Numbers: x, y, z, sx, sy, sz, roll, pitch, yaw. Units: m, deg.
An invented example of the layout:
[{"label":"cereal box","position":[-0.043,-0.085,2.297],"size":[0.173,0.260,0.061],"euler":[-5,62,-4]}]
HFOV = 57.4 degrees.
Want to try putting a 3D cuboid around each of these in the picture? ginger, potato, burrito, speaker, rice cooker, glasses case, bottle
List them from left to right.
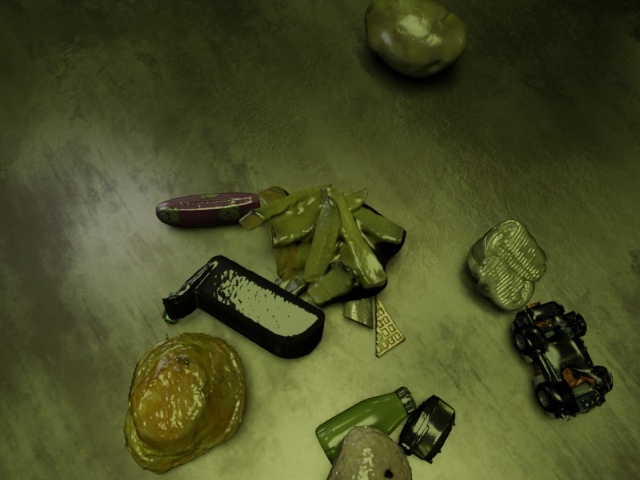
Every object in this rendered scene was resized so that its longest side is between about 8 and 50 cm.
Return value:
[{"label":"glasses case","position":[-0.312,-0.088,1.680],"size":[0.316,0.123,0.075],"euler":[-5,71,0]},{"label":"speaker","position":[-0.195,0.201,1.533],"size":[0.388,0.180,0.184],"euler":[27,62,12]},{"label":"ginger","position":[0.000,0.000,1.549],"size":[0.413,0.211,0.358],"euler":[11,75,16]},{"label":"burrito","position":[0.104,0.133,1.620],"size":[0.087,0.060,0.226],"euler":[2,71,-2]},{"label":"bottle","position":[0.120,0.461,1.478],"size":[0.260,0.112,0.112],"euler":[-28,72,-8]},{"label":"potato","position":[0.286,-0.636,1.800],"size":[0.326,0.221,0.243],"euler":[26,84,0]},{"label":"rice cooker","position":[0.269,0.473,1.469],"size":[0.106,0.112,0.165],"euler":[28,75,5]}]

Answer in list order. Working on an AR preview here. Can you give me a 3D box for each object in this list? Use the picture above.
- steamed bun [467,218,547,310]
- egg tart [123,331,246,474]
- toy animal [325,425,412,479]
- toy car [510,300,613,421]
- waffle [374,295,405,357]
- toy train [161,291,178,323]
[{"label":"steamed bun","position":[0.491,0.064,1.592],"size":[0.218,0.144,0.211],"euler":[42,84,-16]},{"label":"egg tart","position":[-0.364,0.391,1.488],"size":[0.352,0.153,0.339],"euler":[-21,68,6]},{"label":"toy animal","position":[0.104,0.620,1.369],"size":[0.226,0.188,0.358],"euler":[22,96,-29]},{"label":"toy car","position":[0.617,0.301,1.515],"size":[0.193,0.118,0.301],"euler":[-15,70,-12]},{"label":"waffle","position":[0.157,0.233,1.603],"size":[0.097,0.023,0.152],"euler":[-29,74,-9]},{"label":"toy train","position":[-0.410,0.185,1.623],"size":[0.038,0.056,0.093],"euler":[14,75,2]}]
